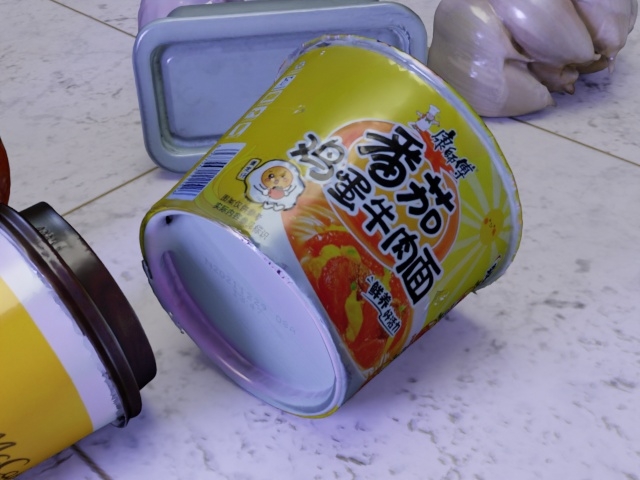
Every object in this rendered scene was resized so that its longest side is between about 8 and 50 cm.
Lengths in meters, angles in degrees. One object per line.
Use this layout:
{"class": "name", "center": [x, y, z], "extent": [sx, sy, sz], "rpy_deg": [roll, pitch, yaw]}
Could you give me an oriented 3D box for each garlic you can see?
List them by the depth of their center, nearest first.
{"class": "garlic", "center": [0.273, -0.268, 1.119], "extent": [0.281, 0.184, 0.203], "rpy_deg": [-26, 59, -29]}

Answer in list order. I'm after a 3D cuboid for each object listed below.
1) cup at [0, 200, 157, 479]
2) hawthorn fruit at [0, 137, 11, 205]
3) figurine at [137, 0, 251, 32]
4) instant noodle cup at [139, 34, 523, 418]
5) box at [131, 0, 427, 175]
{"class": "cup", "center": [-0.266, 0.106, 0.655], "extent": [0.280, 0.196, 0.196], "rpy_deg": [-35, 47, -26]}
{"class": "hawthorn fruit", "center": [-0.415, -0.047, 0.844], "extent": [0.242, 0.242, 0.272], "rpy_deg": [-20, 13, -22]}
{"class": "figurine", "center": [-0.108, -0.288, 1.201], "extent": [0.276, 0.200, 0.133], "rpy_deg": [-10, 76, -1]}
{"class": "instant noodle cup", "center": [0.000, 0.000, 0.731], "extent": [0.264, 0.264, 0.200], "rpy_deg": [24, 52, 31]}
{"class": "box", "center": [-0.045, -0.198, 1.064], "extent": [0.312, 0.175, 0.182], "rpy_deg": [-5, 28, -3]}
